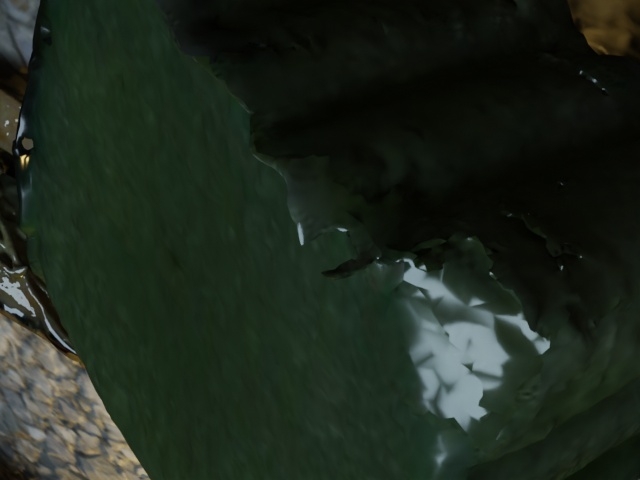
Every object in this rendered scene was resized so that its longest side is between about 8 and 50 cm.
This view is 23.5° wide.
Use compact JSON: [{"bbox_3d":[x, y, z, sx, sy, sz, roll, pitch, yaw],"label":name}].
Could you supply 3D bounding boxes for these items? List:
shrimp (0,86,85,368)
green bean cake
[{"bbox_3d":[-0.149,-0.014,0.807,0.254,0.059,0.145,39,136,10],"label":"shrimp"},{"bbox_3d":[0.000,0.000,0.472,0.227,0.125,0.222,48,145,26],"label":"green bean cake"}]
